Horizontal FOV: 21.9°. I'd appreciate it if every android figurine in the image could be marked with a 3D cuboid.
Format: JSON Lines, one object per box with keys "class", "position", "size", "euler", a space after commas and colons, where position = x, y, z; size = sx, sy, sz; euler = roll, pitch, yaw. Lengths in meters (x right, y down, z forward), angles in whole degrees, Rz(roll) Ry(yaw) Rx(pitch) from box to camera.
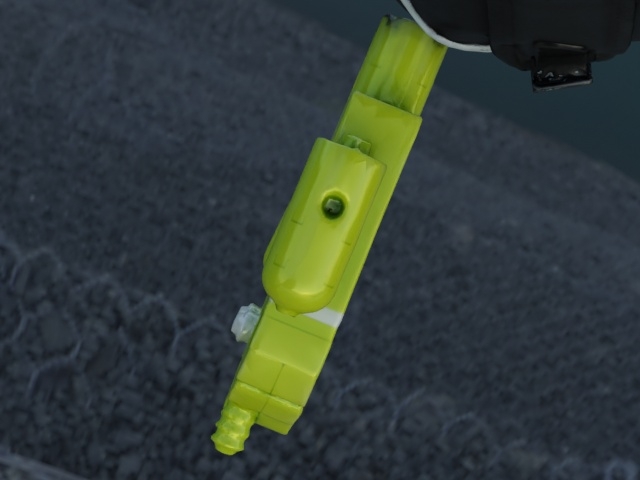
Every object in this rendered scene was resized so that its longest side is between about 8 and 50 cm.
{"class": "android figurine", "position": [0.000, 0.000, 0.987], "size": [0.056, 0.248, 0.272], "euler": [24, 92, -2]}

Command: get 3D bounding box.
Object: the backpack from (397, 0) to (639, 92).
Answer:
{"class": "backpack", "position": [0.106, -0.178, 0.542], "size": [0.225, 0.253, 0.191], "euler": [-4, 77, 16]}
